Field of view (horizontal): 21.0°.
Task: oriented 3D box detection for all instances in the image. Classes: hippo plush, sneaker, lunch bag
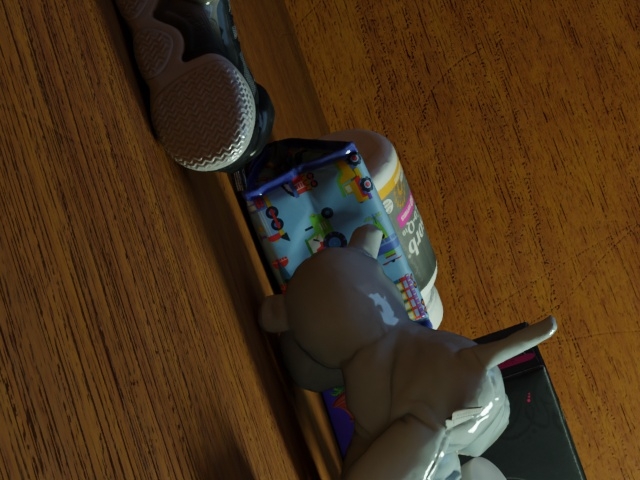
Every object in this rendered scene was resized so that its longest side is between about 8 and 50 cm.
[{"bbox_3d":[0.039,0.133,1.625,0.236,0.234,0.294,41,-19,15],"label":"hippo plush"},{"bbox_3d":[-0.109,-0.171,1.506,0.153,0.101,0.268,56,20,-73],"label":"sneaker"},{"bbox_3d":[0.000,0.000,1.950,0.293,0.138,0.221,-133,-161,-79],"label":"lunch bag"}]

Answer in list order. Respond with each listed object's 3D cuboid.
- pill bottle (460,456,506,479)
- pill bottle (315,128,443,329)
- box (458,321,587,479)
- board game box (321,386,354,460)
[{"bbox_3d":[0.120,0.285,1.769,0.086,0.152,0.086,37,30,-26],"label":"pill bottle"},{"bbox_3d":[0.059,0.006,2.257,0.162,0.162,0.278,-103,171,-55],"label":"pill bottle"},{"bbox_3d":[0.210,0.257,1.965,0.143,0.165,0.270,-91,160,-72],"label":"box"},{"bbox_3d":[0.091,0.269,2.042,0.347,0.078,0.233,54,17,-72],"label":"board game box"}]
